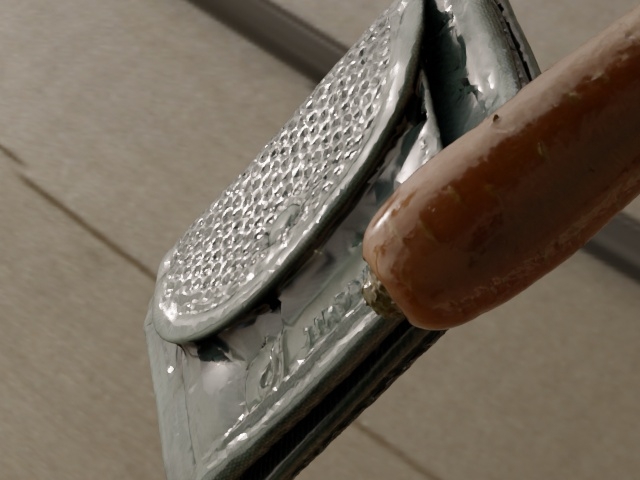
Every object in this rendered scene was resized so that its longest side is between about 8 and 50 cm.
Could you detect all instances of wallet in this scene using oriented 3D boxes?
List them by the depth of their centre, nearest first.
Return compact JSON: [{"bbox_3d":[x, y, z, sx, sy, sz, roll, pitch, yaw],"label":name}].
[{"bbox_3d":[0.000,0.000,1.086,0.075,0.237,0.342,26,-57,-29],"label":"wallet"}]

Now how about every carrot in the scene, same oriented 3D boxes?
[{"bbox_3d":[0.108,-0.042,0.722,0.225,0.067,0.067,-38,-64,-1],"label":"carrot"}]
